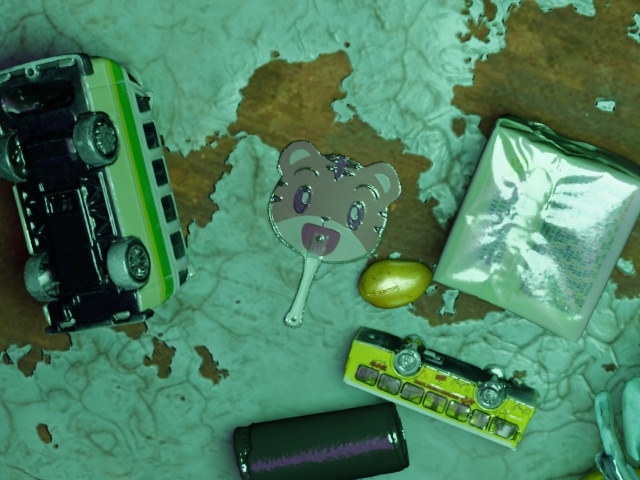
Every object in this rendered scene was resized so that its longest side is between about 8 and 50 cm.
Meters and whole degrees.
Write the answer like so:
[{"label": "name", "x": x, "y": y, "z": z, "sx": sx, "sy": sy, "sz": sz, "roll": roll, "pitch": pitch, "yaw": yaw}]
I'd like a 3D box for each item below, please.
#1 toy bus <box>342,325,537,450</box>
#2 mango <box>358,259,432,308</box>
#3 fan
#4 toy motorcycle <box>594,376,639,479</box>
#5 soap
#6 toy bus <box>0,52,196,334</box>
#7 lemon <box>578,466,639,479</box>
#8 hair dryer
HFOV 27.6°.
[{"label": "toy bus", "x": 0.141, "y": 0.169, "z": 1.533, "sx": 0.226, "sy": 0.081, "sz": 0.074, "roll": 20, "pitch": 103, "yaw": 5}, {"label": "mango", "x": 0.089, "y": 0.050, "z": 1.539, "sx": 0.089, "sy": 0.046, "sz": 0.060, "roll": -15, "pitch": 96, "yaw": 7}, {"label": "fan", "x": 0.000, "y": 0.000, "z": 1.564, "sx": 0.152, "sy": 0.008, "sz": 0.227, "roll": 17, "pitch": 101, "yaw": 5}, {"label": "toy motorcycle", "x": 0.400, "y": 0.225, "z": 1.333, "sx": 0.260, "sy": 0.154, "sz": 0.206, "roll": 50, "pitch": 124, "yaw": 9}, {"label": "soap", "x": 0.246, "y": -0.020, "z": 1.456, "sx": 0.182, "sy": 0.138, "sz": 0.199, "roll": 23, "pitch": 102, "yaw": 6}, {"label": "toy bus", "x": -0.257, "y": -0.063, "z": 1.506, "sx": 0.143, "sy": 0.179, "sz": 0.306, "roll": -10, "pitch": 98, "yaw": 26}, {"label": "lemon", "x": 0.357, "y": 0.357, "z": 1.481, "sx": 0.244, "sy": 0.187, "sz": 0.187, "roll": 36, "pitch": 103, "yaw": -6}, {"label": "hair dryer", "x": 0.021, "y": 0.323, "z": 1.558, "sx": 0.197, "sy": 0.089, "sz": 0.251, "roll": -12, "pitch": 100, "yaw": 9}]
